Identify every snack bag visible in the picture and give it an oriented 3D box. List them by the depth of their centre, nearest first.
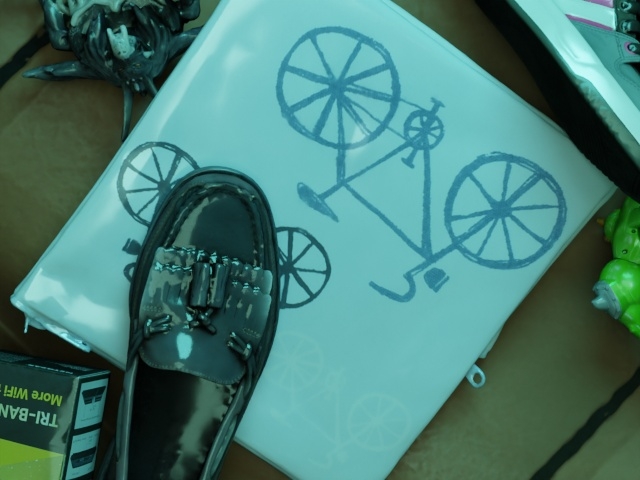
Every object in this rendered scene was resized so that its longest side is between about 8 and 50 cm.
[{"bbox_3d":[0.000,0.000,1.239,0.323,0.037,0.342,34,97,-14],"label":"snack bag"}]

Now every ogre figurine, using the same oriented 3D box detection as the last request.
[{"bbox_3d":[0.271,0.000,1.259,0.118,0.097,0.197,22,101,-16],"label":"ogre figurine"}]

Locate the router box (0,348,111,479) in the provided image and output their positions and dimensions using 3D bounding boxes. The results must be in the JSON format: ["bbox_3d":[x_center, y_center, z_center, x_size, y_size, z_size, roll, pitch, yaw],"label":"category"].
[{"bbox_3d":[-0.320,0.183,1.194,0.309,0.081,0.243,9,91,10],"label":"router box"}]

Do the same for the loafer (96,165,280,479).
[{"bbox_3d":[-0.090,0.102,1.184,0.109,0.095,0.302,12,102,-10],"label":"loafer"}]

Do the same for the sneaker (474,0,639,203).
[{"bbox_3d":[0.220,-0.177,1.214,0.178,0.124,0.295,-31,70,-3],"label":"sneaker"}]

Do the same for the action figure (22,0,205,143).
[{"bbox_3d":[-0.159,-0.208,1.200,0.164,0.141,0.275,-14,92,8],"label":"action figure"}]
